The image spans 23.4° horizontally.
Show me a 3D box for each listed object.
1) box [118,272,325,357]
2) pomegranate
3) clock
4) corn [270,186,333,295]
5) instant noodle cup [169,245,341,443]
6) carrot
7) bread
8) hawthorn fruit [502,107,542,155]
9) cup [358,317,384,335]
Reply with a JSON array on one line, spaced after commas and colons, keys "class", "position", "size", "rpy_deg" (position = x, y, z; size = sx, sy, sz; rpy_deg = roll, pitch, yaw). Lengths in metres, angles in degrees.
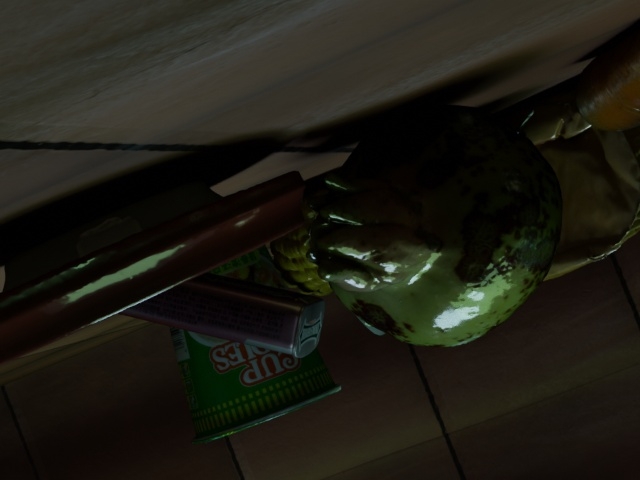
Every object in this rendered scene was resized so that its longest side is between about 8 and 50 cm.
[{"class": "box", "position": [-0.115, 0.077, 1.808], "size": [0.224, 0.069, 0.120], "rpy_deg": [13, -175, 11]}, {"class": "pomegranate", "position": [0.094, 0.000, 1.342], "size": [0.222, 0.204, 0.276], "rpy_deg": [-55, 178, 26]}, {"class": "clock", "position": [-0.160, 0.013, 1.219], "size": [0.318, 0.080, 0.318], "rpy_deg": [-25, -178, 1]}, {"class": "corn", "position": [0.000, 0.000, 1.795], "size": [0.120, 0.120, 0.363], "rpy_deg": [-21, 174, -6]}, {"class": "instant noodle cup", "position": [-0.110, 0.117, 1.962], "size": [0.207, 0.232, 0.207], "rpy_deg": [-21, 178, -1]}, {"class": "carrot", "position": [0.304, -0.156, 1.448], "size": [0.087, 0.087, 0.193], "rpy_deg": [-21, 175, -17]}, {"class": "bread", "position": [0.273, -0.063, 1.753], "size": [0.288, 0.204, 0.156], "rpy_deg": [-29, 169, 38]}, {"class": "hawthorn fruit", "position": [0.168, -0.047, 1.626], "size": [0.235, 0.181, 0.181], "rpy_deg": [-49, 162, 31]}, {"class": "cup", "position": [0.156, 0.022, 2.246], "size": [0.234, 0.186, 0.258], "rpy_deg": [-29, 137, 12]}]
